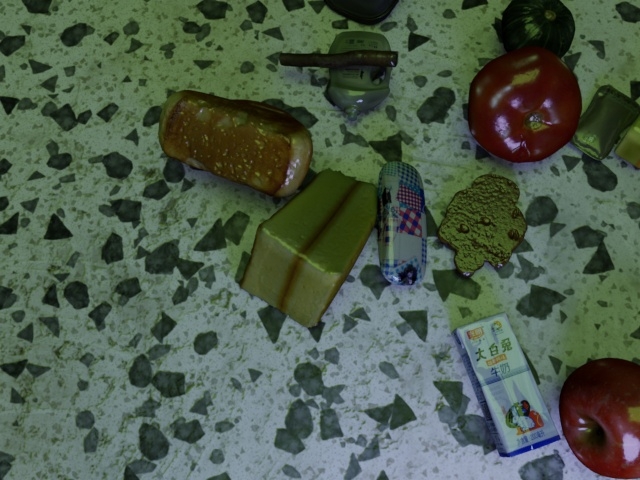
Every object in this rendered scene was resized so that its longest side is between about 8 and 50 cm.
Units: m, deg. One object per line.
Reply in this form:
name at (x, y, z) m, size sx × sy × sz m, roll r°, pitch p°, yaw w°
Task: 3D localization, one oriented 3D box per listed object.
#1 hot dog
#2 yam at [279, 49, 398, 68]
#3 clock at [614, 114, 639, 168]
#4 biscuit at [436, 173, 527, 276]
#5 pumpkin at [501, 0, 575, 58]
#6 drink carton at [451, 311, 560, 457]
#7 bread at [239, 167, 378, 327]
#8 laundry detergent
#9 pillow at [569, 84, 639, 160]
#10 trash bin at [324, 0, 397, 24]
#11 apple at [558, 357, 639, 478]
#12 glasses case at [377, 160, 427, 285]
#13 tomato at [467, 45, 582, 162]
hot dog at (-0.200, -0.260, 1.623) m, size 0.406 × 0.223 × 0.185 m, roll 22°, pitch 113°, yaw 11°
yam at (0.044, -0.487, 1.682) m, size 0.327 × 0.045 × 0.045 m, roll 5°, pitch 52°, yaw 18°
clock at (0.867, -0.298, 1.627) m, size 0.096 × 0.143 × 0.202 m, roll 36°, pitch 78°, yaw 20°
biscuit at (0.421, -0.037, 1.620) m, size 0.209 × 0.041 × 0.290 m, roll 24°, pitch 77°, yaw 10°
pumpkin at (0.591, -0.576, 1.721) m, size 0.212 × 0.152 × 0.211 m, roll 6°, pitch 65°, yaw -13°
drink carton at (0.428, 0.335, 1.473) m, size 0.131 × 0.106 × 0.314 m, roll -17°, pitch 73°, yaw -4°
bread at (0.000, 0.000, 1.622) m, size 0.233 × 0.244 × 0.361 m, roll 31°, pitch 45°, yaw 9°
laundry detergent at (0.104, -0.448, 1.732) m, size 0.181 × 0.091 × 0.253 m, roll 5°, pitch 73°, yaw 5°
pillow at (0.762, -0.320, 1.695) m, size 0.130 × 0.033 × 0.217 m, roll 39°, pitch 78°, yaw 12°
trash bin at (0.137, -0.771, 1.748) m, size 0.219 × 0.250 × 0.219 m, roll 28°, pitch 76°, yaw 4°
apple at (0.658, 0.391, 1.372) m, size 0.217 × 0.260 × 0.260 m, roll -8°, pitch 71°, yaw -24°
glasses case at (0.208, -0.046, 1.599) m, size 0.125 × 0.076 × 0.327 m, roll 10°, pitch 71°, yaw -28°
tomato at (0.520, -0.356, 1.614) m, size 0.299 × 0.298 × 0.226 m, roll -3°, pitch 33°, yaw 2°
